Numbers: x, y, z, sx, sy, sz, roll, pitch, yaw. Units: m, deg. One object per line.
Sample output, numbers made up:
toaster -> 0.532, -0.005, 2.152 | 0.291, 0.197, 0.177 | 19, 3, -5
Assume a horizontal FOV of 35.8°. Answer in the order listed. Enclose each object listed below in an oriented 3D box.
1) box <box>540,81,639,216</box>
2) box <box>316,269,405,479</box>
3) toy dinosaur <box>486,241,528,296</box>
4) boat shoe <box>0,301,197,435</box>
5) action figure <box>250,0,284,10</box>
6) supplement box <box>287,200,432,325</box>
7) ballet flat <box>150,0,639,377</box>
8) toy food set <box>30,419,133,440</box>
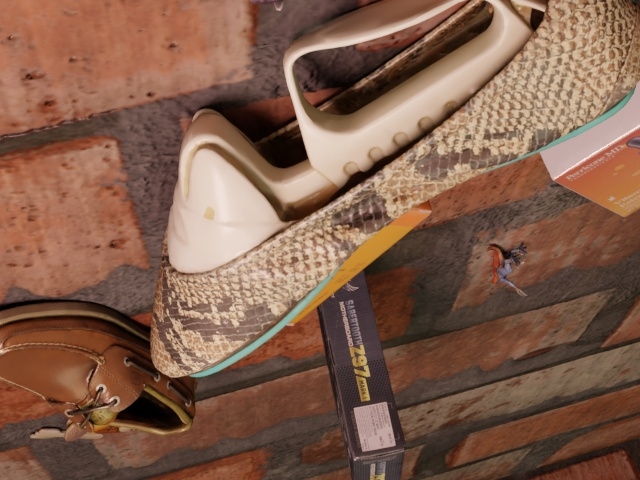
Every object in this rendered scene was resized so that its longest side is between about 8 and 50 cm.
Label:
box -> 0.286, -0.105, 0.914 | 0.130, 0.091, 0.170 | -33, 151, 29
box -> 0.040, 0.147, 1.093 | 0.059, 0.233, 0.183 | -10, 154, -3
toy dinosaur -> 0.227, 0.030, 1.233 | 0.090, 0.047, 0.082 | 28, 148, -13
boat shoe -> -0.233, 0.145, 1.056 | 0.110, 0.104, 0.307 | -31, 152, 25
action figure -> -0.039, -0.198, 0.508 | 0.285, 0.099, 0.185 | -11, 145, -24
supplement box -> 0.000, 0.000, 0.955 | 0.078, 0.080, 0.233 | 5, 145, -39
ballet flat -> 0.010, -0.073, 0.762 | 0.482, 0.164, 0.182 | -33, 130, 16
toy food set -> -0.271, 0.236, 1.291 | 0.192, 0.039, 0.132 | -33, 151, 29
